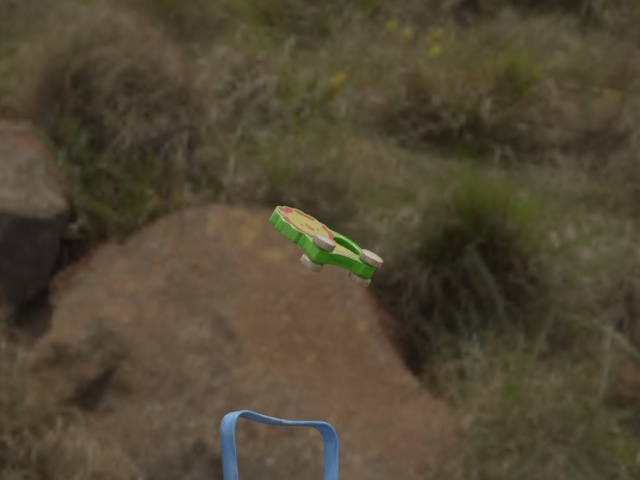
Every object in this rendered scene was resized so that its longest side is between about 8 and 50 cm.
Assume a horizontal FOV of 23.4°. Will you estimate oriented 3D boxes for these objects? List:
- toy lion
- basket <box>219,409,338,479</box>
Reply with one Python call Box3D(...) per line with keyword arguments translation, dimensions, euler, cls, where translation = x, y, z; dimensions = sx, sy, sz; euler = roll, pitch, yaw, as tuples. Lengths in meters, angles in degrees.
Box3D(translation=(0.000, 0.000, 1.516), dimensions=(0.100, 0.034, 0.096), euler=(19, 19, -37), cls="toy lion")
Box3D(translation=(-0.048, 0.386, 2.126), dimensions=(0.201, 0.289, 0.254), euler=(-16, -18, 33), cls="basket")
